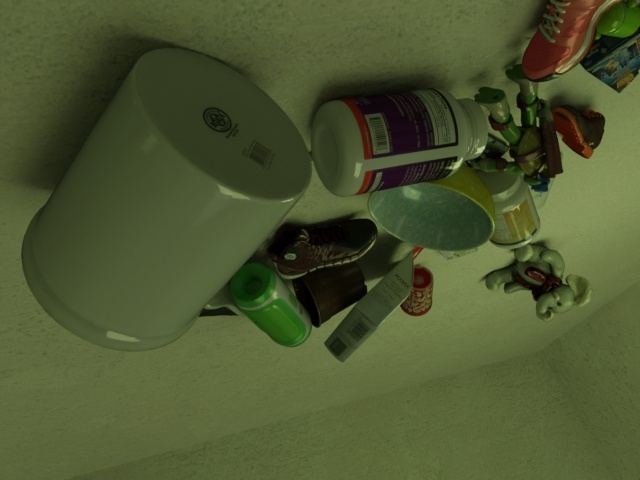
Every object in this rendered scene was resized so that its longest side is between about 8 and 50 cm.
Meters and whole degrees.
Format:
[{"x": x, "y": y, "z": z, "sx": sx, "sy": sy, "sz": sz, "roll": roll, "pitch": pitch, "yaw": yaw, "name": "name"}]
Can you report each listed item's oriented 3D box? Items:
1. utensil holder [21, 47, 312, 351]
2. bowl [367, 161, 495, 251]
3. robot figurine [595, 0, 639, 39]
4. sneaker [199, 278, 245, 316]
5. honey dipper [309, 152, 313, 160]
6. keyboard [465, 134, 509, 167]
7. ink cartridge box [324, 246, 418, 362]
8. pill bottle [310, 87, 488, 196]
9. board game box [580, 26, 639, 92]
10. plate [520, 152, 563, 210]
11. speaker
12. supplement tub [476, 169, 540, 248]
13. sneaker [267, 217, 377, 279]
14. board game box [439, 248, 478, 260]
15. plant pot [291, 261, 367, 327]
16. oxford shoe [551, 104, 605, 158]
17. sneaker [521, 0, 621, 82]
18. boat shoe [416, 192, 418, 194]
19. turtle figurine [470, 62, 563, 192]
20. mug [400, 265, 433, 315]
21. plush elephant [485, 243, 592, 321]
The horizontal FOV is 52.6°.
[{"x": -0.246, "y": -0.061, "z": 1.035, "sx": 0.327, "sy": 0.327, "sz": 0.385, "roll": 6, "pitch": 139, "yaw": -44, "name": "utensil holder"}, {"x": 0.264, "y": -0.113, "z": 1.481, "sx": 0.289, "sy": 0.156, "sz": 0.289, "roll": 15, "pitch": 155, "yaw": 7, "name": "bowl"}, {"x": 0.584, "y": -0.438, "z": 1.278, "sx": 0.115, "sy": 0.067, "sz": 0.101, "roll": -4, "pitch": 156, "yaw": -33, "name": "robot figurine"}, {"x": -0.283, "y": 0.152, "z": 1.651, "sx": 0.147, "sy": 0.104, "sz": 0.296, "roll": -14, "pitch": 167, "yaw": 20, "name": "sneaker"}, {"x": -0.064, "y": -0.130, "z": 1.369, "sx": 0.160, "sy": 0.030, "sz": 0.030, "roll": -41, "pitch": 148, "yaw": 28, "name": "honey dipper"}, {"x": 0.382, "y": -0.215, "z": 1.577, "sx": 0.180, "sy": 0.023, "sz": 0.108, "roll": 12, "pitch": 130, "yaw": -48, "name": "keyboard"}, {"x": 0.201, "y": 0.161, "z": 1.860, "sx": 0.385, "sy": 0.091, "sz": 0.308, "roll": -38, "pitch": 168, "yaw": -30, "name": "ink cartridge box"}, {"x": 0.155, "y": -0.196, "z": 1.254, "sx": 0.323, "sy": 0.181, "sz": 0.181, "roll": -12, "pitch": 151, "yaw": -22, "name": "pill bottle"}, {"x": 0.667, "y": -0.408, "z": 1.408, "sx": 0.194, "sy": 0.060, "sz": 0.194, "roll": -34, "pitch": 153, "yaw": 20, "name": "board game box"}, {"x": 0.556, "y": -0.118, "z": 1.868, "sx": 0.278, "sy": 0.045, "sz": 0.277, "roll": -21, "pitch": 153, "yaw": -4, "name": "plate"}, {"x": -0.122, "y": 0.174, "z": 1.678, "sx": 0.131, "sy": 0.131, "sz": 0.296, "roll": -26, "pitch": 144, "yaw": 5, "name": "speaker"}, {"x": 0.482, "y": -0.090, "z": 1.692, "sx": 0.144, "sy": 0.144, "sz": 0.200, "roll": -27, "pitch": 128, "yaw": 7, "name": "supplement tub"}, {"x": 0.000, "y": 0.000, "z": 1.578, "sx": 0.281, "sy": 0.106, "sz": 0.162, "roll": -24, "pitch": 150, "yaw": 3, "name": "sneaker"}, {"x": 0.418, "y": 0.016, "z": 1.999, "sx": 0.103, "sy": 0.026, "sz": 0.154, "roll": -20, "pitch": 156, "yaw": 19, "name": "board game box"}, {"x": 0.030, "y": 0.132, "z": 1.795, "sx": 0.165, "sy": 0.167, "sz": 0.167, "roll": -24, "pitch": 154, "yaw": -18, "name": "plant pot"}, {"x": 0.636, "y": -0.290, "z": 1.591, "sx": 0.098, "sy": 0.097, "sz": 0.271, "roll": -53, "pitch": 151, "yaw": 11, "name": "oxford shoe"}, {"x": 0.452, "y": -0.433, "z": 1.167, "sx": 0.136, "sy": 0.116, "sz": 0.314, "roll": 9, "pitch": 133, "yaw": -32, "name": "sneaker"}, {"x": 0.328, "y": -0.093, "z": 1.668, "sx": 0.277, "sy": 0.096, "sz": 0.098, "roll": 11, "pitch": 140, "yaw": -43, "name": "boat shoe"}, {"x": 0.411, "y": -0.251, "z": 1.425, "sx": 0.198, "sy": 0.275, "sz": 0.266, "roll": -14, "pitch": 133, "yaw": 17, "name": "turtle figurine"}, {"x": 0.302, "y": 0.169, "z": 2.122, "sx": 0.150, "sy": 0.113, "sz": 0.169, "roll": -21, "pitch": 150, "yaw": -10, "name": "mug"}, {"x": 0.818, "y": 0.169, "z": 2.363, "sx": 0.330, "sy": 0.255, "sz": 0.272, "roll": -4, "pitch": 148, "yaw": -33, "name": "plush elephant"}]
